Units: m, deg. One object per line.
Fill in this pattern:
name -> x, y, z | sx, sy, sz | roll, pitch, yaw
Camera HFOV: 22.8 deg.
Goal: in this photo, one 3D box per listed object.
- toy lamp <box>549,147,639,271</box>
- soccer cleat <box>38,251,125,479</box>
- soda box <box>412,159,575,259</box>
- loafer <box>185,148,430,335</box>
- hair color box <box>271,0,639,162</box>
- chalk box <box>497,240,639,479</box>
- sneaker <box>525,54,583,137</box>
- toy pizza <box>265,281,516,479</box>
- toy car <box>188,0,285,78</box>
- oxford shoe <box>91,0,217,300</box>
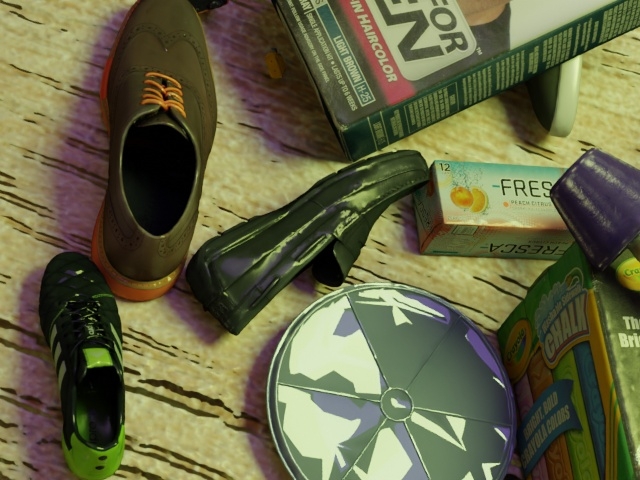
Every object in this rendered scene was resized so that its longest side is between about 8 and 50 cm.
toy lamp -> 0.272, 0.044, 1.093 | 0.275, 0.080, 0.080 | 43, 58, 10
soccer cleat -> -0.165, 0.082, 1.137 | 0.060, 0.072, 0.179 | -2, 64, -20
soda box -> 0.171, -0.023, 1.315 | 0.183, 0.058, 0.063 | 3, 62, -18
loafer -> 0.000, 0.000, 1.240 | 0.223, 0.076, 0.078 | -30, 81, -24
hair color box -> 0.140, -0.221, 1.294 | 0.347, 0.105, 0.174 | -25, 76, 0
chalk box -> 0.256, 0.102, 1.209 | 0.180, 0.179, 0.289 | 2, 61, -17
sneaker -> 0.146, -0.222, 1.399 | 0.147, 0.104, 0.295 | -4, 71, -4
toy pizza -> 0.053, 0.129, 1.207 | 0.201, 0.032, 0.201 | 7, 67, -16
toy car -> -0.082, -0.177, 1.337 | 0.122, 0.060, 0.040 | 55, 15, -5
oxford shoe -> -0.119, -0.093, 1.229 | 0.097, 0.098, 0.271 | 7, 62, -15
